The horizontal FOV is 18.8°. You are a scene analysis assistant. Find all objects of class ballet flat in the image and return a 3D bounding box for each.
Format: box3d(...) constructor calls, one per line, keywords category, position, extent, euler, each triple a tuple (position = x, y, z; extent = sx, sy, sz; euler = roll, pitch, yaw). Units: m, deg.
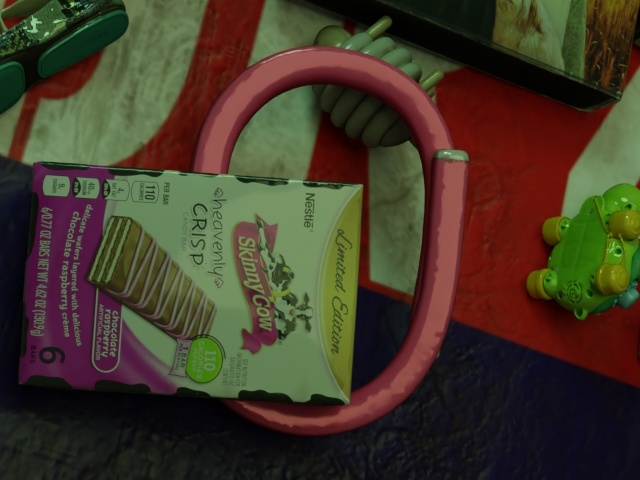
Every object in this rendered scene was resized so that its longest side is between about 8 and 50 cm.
box3d(category="ballet flat", position=(-0.229, -0.137, 1.414), extent=(0.188, 0.070, 0.070), euler=(-33, 91, -30))

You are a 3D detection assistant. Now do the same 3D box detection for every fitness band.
box3d(category="fitness band", position=(0.000, 0.000, 1.432), extent=(0.209, 0.054, 0.291), euler=(8, 85, -7))

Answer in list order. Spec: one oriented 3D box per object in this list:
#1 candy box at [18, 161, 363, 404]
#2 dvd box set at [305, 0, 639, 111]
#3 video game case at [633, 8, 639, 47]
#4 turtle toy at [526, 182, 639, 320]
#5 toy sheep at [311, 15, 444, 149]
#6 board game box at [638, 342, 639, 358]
box3d(category="candy box", position=(-0.091, 0.032, 1.364), extent=(0.233, 0.071, 0.159), euler=(3, 86, -5))
box3d(category="dvd box set", position=(0.152, -0.352, 1.610), extent=(0.307, 0.062, 0.420), euler=(20, 73, -23))
box3d(category="video game case", position=(0.427, -0.218, 1.742), extent=(0.248, 0.035, 0.275), euler=(34, 64, -12))
box3d(category="turtle toy", position=(0.230, 0.008, 1.566), extent=(0.066, 0.095, 0.130), euler=(36, 63, -36))
box3d(category="toy sheep", position=(0.044, -0.118, 1.512), extent=(0.091, 0.091, 0.132), euler=(-38, 77, -28))
box3d(category="board game box", position=(0.424, 0.054, 1.605), extent=(0.275, 0.142, 0.144), euler=(17, 70, -19))
